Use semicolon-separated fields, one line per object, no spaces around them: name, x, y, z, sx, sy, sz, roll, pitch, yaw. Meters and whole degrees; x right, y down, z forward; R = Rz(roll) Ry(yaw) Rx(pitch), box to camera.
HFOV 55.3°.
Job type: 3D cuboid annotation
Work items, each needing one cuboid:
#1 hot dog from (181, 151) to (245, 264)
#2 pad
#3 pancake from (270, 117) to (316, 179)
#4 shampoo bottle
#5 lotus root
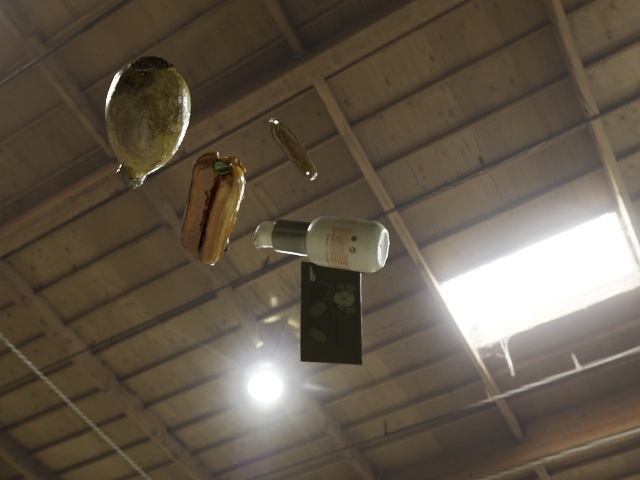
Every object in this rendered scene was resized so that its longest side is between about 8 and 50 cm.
hot dog;-0.138;-0.042;0.794;0.072;0.055;0.188;38;-47;15
pad;0.021;0.137;1.153;0.127;0.190;0.004;7;-18;-23
pancake;-0.041;-0.137;0.909;0.011;0.115;0.115;-38;-63;-11
shampoo bottle;0.000;0.000;0.886;0.192;0.074;0.074;7;-56;23
lotus root;-0.285;-0.190;0.988;0.138;0.138;0.214;18;-79;-7
